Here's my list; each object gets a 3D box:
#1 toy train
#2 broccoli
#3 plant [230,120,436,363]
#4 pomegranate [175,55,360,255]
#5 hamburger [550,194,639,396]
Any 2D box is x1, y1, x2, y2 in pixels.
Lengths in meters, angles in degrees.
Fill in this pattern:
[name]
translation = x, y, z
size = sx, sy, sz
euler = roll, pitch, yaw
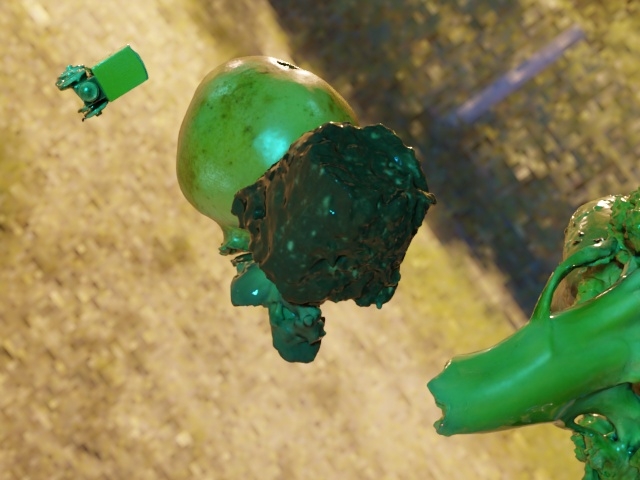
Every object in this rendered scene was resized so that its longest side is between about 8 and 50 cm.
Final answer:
[toy train]
translation = -0.202, -0.150, 1.629
size = 0.050, 0.081, 0.122
euler = 58, -3, -12
[broccoli]
translation = 0.252, 0.097, 1.503
size = 0.254, 0.302, 0.186
euler = 55, 9, -33
[plant]
translation = 0.000, 0.000, 1.482
size = 0.131, 0.203, 0.142
euler = 7, 51, -39
[pomegranate]
translation = -0.054, -0.073, 1.696
size = 0.196, 0.196, 0.196
euler = 50, 13, -16
[hamburger]
translation = 0.313, 0.073, 1.795
size = 0.192, 0.167, 0.288
euler = 4, 35, -28
